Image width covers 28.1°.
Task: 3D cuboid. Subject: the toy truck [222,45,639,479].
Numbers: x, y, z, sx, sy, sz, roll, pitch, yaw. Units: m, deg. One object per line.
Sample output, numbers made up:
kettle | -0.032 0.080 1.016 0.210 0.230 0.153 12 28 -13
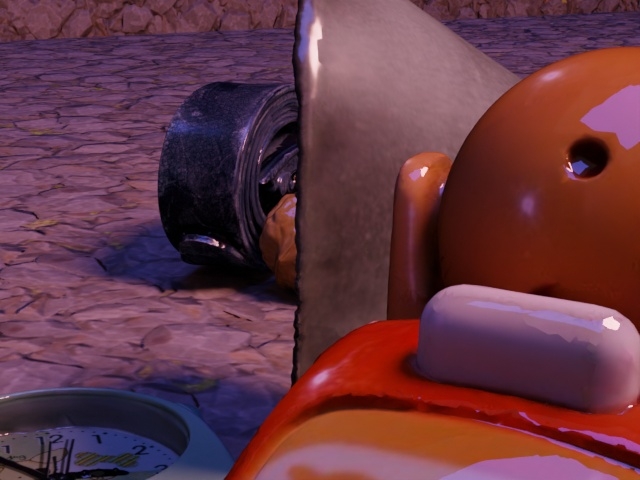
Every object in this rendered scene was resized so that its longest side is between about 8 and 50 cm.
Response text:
toy truck | 0.068 0.070 0.378 0.189 0.239 0.265 8 18 27

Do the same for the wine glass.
wine glass | 0.185 -0.002 0.603 0.406 0.267 0.267 2 16 3

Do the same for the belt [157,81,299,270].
belt | -0.056 -0.050 0.990 0.082 0.141 0.190 4 17 18

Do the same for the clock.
clock | -0.112 0.112 0.554 0.148 0.060 0.188 -4 16 -13

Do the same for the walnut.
walnut | 0.000 0.000 0.930 0.079 0.082 0.096 41 41 20
